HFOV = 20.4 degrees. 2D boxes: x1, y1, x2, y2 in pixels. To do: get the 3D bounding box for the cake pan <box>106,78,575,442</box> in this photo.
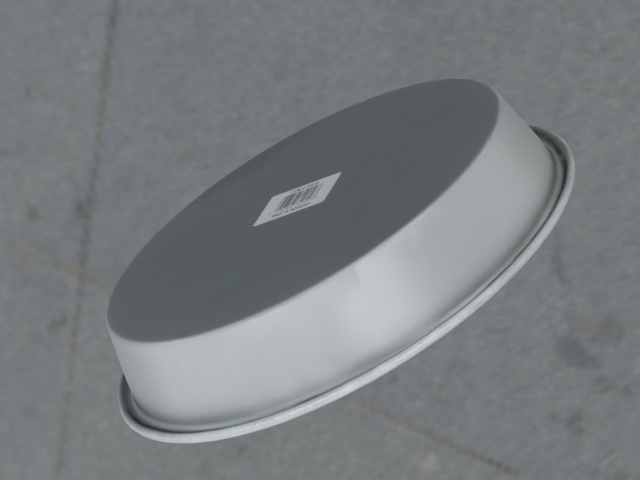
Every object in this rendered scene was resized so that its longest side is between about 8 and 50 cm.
[{"bbox_3d":[0.000,0.000,0.996,0.293,0.293,0.054,-16,115,38],"label":"cake pan"}]
